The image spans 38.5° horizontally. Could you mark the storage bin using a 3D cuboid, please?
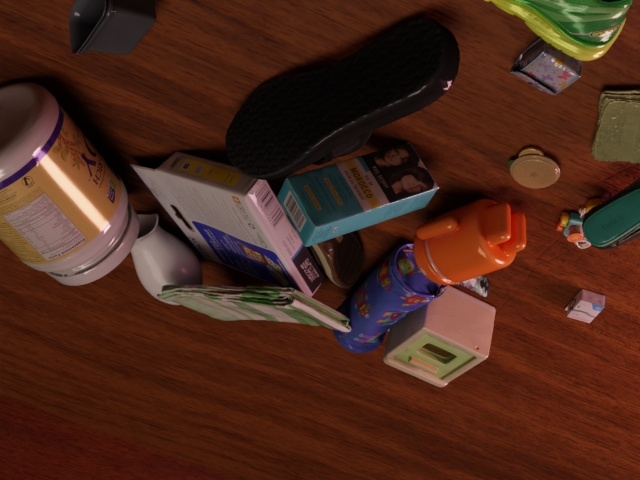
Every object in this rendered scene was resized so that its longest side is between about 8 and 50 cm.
[{"bbox_3d":[-0.314,-0.342,1.390,0.091,0.098,0.135,5,155,-37],"label":"storage bin"}]

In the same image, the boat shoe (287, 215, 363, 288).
[{"bbox_3d":[0.005,-0.006,1.740,0.095,0.095,0.257,23,154,34],"label":"boat shoe"}]

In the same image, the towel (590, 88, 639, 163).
[{"bbox_3d":[0.464,-0.169,1.363,0.110,0.027,0.148,6,144,13],"label":"towel"}]

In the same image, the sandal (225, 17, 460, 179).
[{"bbox_3d":[0.030,-0.189,1.403,0.445,0.168,0.107,-16,152,38],"label":"sandal"}]

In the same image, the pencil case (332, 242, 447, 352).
[{"bbox_3d":[0.135,0.116,1.816,0.133,0.119,0.306,-3,154,-28],"label":"pencil case"}]

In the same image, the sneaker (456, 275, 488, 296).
[{"bbox_3d":[0.278,0.077,1.776,0.069,0.038,0.098,-17,125,40],"label":"sneaker"}]

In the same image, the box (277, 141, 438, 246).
[{"bbox_3d":[0.062,-0.077,1.469,0.244,0.101,0.060,-19,158,-29],"label":"box"}]

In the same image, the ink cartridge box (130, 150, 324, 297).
[{"bbox_3d":[-0.172,-0.038,1.738,0.307,0.072,0.304,21,154,38],"label":"ink cartridge box"}]

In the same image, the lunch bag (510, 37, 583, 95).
[{"bbox_3d":[0.319,-0.242,1.297,0.071,0.053,0.083,29,153,-15],"label":"lunch bag"}]

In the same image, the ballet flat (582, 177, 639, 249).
[{"bbox_3d":[0.531,-0.073,1.406,0.280,0.095,0.096,-29,169,37],"label":"ballet flat"}]

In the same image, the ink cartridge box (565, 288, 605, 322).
[{"bbox_3d":[0.506,0.131,1.762,0.048,0.028,0.083,17,146,-1],"label":"ink cartridge box"}]

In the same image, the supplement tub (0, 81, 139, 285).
[{"bbox_3d":[-0.502,-0.094,1.669,0.241,0.241,0.331,-4,141,26],"label":"supplement tub"}]

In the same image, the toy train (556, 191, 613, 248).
[{"bbox_3d":[0.482,-0.019,1.547,0.125,0.046,0.166,37,140,-27],"label":"toy train"}]

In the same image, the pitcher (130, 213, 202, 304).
[{"bbox_3d":[-0.347,0.030,1.904,0.177,0.125,0.207,20,150,45],"label":"pitcher"}]

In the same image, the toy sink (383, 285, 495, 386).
[{"bbox_3d":[0.227,0.206,1.890,0.152,0.131,0.234,26,145,-13],"label":"toy sink"}]

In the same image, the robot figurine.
[{"bbox_3d":[0.255,0.006,1.603,0.219,0.158,0.128,-23,91,42],"label":"robot figurine"}]

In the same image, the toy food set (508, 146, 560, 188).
[{"bbox_3d":[0.347,-0.115,1.491,0.083,0.020,0.082,25,145,-14],"label":"toy food set"}]

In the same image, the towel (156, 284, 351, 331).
[{"bbox_3d":[-0.128,0.135,1.819,0.324,0.038,0.248,0,163,31],"label":"towel"}]

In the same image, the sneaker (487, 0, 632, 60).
[{"bbox_3d":[0.262,-0.346,1.153,0.295,0.109,0.123,28,121,-14],"label":"sneaker"}]
